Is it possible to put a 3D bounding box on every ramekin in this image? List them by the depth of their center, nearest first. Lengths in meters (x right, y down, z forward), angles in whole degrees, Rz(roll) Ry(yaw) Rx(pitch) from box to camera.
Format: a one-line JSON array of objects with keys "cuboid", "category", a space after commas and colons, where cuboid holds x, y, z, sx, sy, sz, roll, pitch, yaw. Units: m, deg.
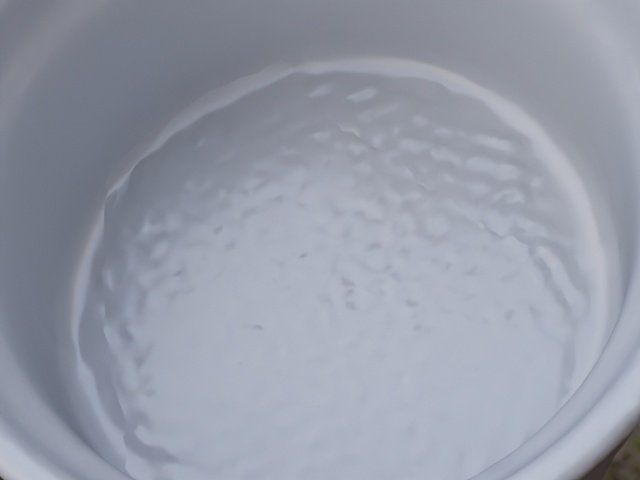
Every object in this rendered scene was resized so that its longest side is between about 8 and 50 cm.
[{"cuboid": [0.000, 0.000, 0.572, 0.277, 0.277, 0.135, -33, -25, -9], "category": "ramekin"}]
